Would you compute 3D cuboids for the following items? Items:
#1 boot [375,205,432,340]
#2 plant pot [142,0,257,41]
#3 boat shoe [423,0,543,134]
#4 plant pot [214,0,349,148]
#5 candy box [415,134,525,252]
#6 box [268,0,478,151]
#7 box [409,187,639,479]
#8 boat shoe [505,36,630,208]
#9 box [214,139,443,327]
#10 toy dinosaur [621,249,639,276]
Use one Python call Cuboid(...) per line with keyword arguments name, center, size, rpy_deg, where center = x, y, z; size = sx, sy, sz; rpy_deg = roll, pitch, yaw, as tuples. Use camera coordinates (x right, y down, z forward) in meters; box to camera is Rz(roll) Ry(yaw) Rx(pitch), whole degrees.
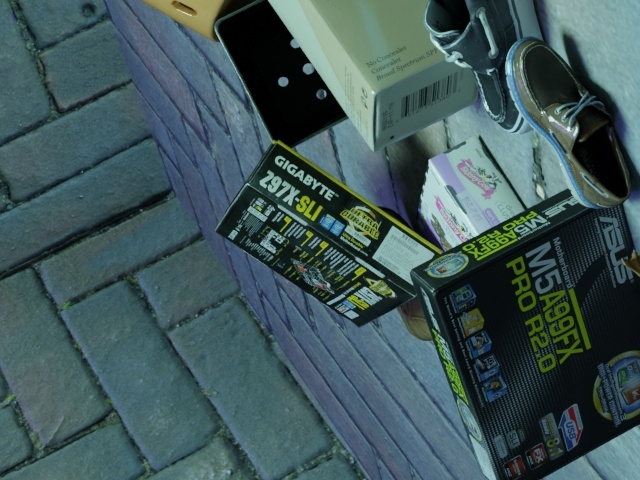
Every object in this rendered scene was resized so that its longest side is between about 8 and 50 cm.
Cuboid(name="boot", center=(0.162, 0.064, 2.078), size=(0.236, 0.089, 0.269), rpy_deg=(57, 170, -15))
Cuboid(name="plant pot", center=(-0.145, -0.399, 1.951), size=(0.203, 0.291, 0.291), rpy_deg=(44, 165, 9))
Cuboid(name="boat shoe", center=(0.150, -0.216, 1.440), size=(0.108, 0.102, 0.301), rpy_deg=(51, 164, 44))
Cuboid(name="plant pot", center=(-0.015, -0.234, 1.959), size=(0.187, 0.188, 0.167), rpy_deg=(63, 178, -1))
Cuboid(name="candy box", center=(0.191, -0.010, 1.798), size=(0.165, 0.070, 0.196), rpy_deg=(59, 168, 18))
Cuboid(name="box", center=(0.042, -0.271, 1.687), size=(0.311, 0.148, 0.121), rpy_deg=(56, 165, 26))
Cuboid(name="box", center=(0.232, 0.101, 1.517), size=(0.060, 0.216, 0.270), rpy_deg=(45, 158, 61))
Cuboid(name="boat shoe", center=(0.242, -0.113, 1.393), size=(0.183, 0.066, 0.066), rpy_deg=(55, 166, -14))
Cuboid(name="box", center=(0.000, 0.000, 1.980), size=(0.257, 0.079, 0.322), rpy_deg=(32, 165, -4))
Cuboid(name="toy dinosaur", center=(0.331, 0.047, 1.342), size=(0.112, 0.064, 0.211), rpy_deg=(54, 166, 33))
